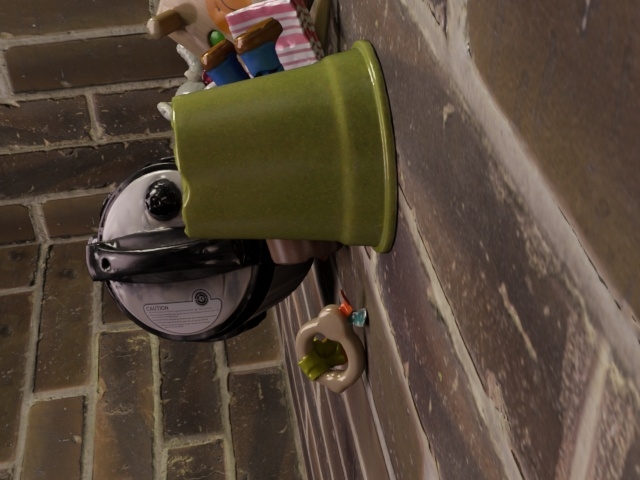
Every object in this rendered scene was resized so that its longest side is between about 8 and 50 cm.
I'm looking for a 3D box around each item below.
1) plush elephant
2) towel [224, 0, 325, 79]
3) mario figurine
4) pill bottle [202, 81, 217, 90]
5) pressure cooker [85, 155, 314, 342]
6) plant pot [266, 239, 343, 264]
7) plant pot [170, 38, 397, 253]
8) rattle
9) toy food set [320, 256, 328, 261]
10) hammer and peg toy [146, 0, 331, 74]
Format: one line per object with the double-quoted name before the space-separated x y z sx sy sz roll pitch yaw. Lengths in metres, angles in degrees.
"plush elephant" -0.209 -0.342 2.063 0.272 0.255 0.330 -25 -69 -80
"towel" -0.057 -0.265 1.445 0.029 0.144 0.197 -42 -62 -45
"mario figurine" -0.045 -0.167 1.423 0.198 0.170 0.321 9 130 61
"pill bottle" -0.154 -0.229 1.770 0.283 0.160 0.161 -117 21 -78
"pressure cooker" -0.234 0.004 1.884 0.375 0.370 0.420 41 -162 8
"plant pot" -0.040 -0.055 1.605 0.167 0.166 0.165 -124 21 -77
"plant pot" -0.055 -0.104 1.209 0.276 0.253 0.276 173 90 -83
"rattle" 0.050 0.140 1.551 0.130 0.142 0.200 38 128 34
"toy food set" 0.000 0.000 1.880 0.083 0.020 0.083 -103 9 -47
"hammer and peg toy" -0.095 -0.357 1.523 0.127 0.361 0.266 -43 -16 -46
